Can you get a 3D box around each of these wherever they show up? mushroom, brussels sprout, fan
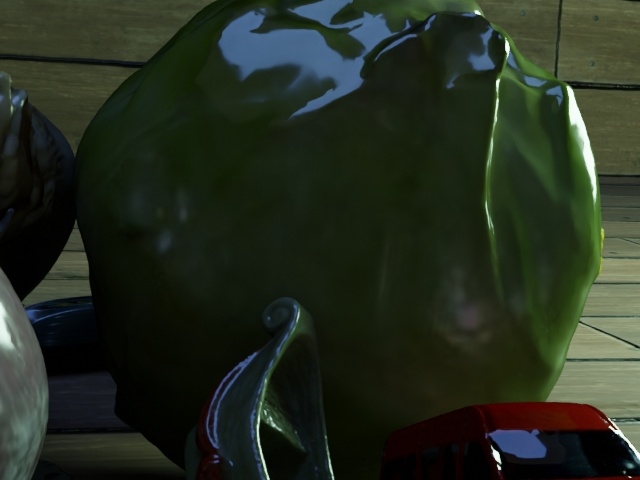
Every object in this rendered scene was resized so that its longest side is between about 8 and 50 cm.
[{"bbox_3d":[-0.242,-0.008,0.909,0.177,0.126,0.397,-9,-15,-37],"label":"mushroom"},{"bbox_3d":[0.000,0.000,0.866,0.328,0.328,0.247,1,-20,-16],"label":"brussels sprout"},{"bbox_3d":[-0.184,0.133,0.856,0.056,0.004,0.083,-5,12,-42],"label":"fan"}]

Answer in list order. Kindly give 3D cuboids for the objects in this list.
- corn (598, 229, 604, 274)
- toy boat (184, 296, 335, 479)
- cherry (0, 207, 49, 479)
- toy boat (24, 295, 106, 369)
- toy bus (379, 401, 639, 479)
[{"bbox_3d":[0.138,0.019,1.431,0.363,0.120,0.120,-8,13,-35],"label":"corn"},{"bbox_3d":[-0.018,0.114,0.685,0.071,0.185,0.089,-29,-38,17],"label":"toy boat"},{"bbox_3d":[-0.232,0.061,0.627,0.236,0.212,0.285,-14,17,48],"label":"cherry"},{"bbox_3d":[-0.186,0.070,1.128,0.141,0.055,0.060,-3,18,-37],"label":"toy boat"},{"bbox_3d":[0.087,0.117,0.641,0.081,0.089,0.195,1,-13,-16],"label":"toy bus"}]
